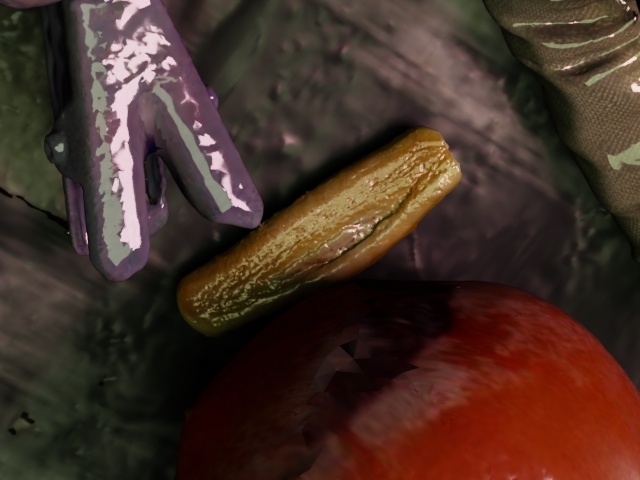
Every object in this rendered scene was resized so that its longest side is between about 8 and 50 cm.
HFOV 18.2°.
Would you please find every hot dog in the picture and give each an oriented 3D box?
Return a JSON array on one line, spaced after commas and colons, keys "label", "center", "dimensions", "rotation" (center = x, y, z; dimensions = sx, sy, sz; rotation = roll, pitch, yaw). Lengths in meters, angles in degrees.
[{"label": "hot dog", "center": [0.000, 0.000, 0.866], "dimensions": [0.137, 0.028, 0.044], "rotation": [-35, 92, 2]}]

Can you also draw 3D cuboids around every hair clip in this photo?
[{"label": "hair clip", "center": [-0.077, -0.108, 0.764], "dimensions": [0.137, 0.090, 0.278], "rotation": [-19, 120, -20]}]

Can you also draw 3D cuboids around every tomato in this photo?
[{"label": "tomato", "center": [0.038, 0.109, 0.827], "dimensions": [0.208, 0.208, 0.184], "rotation": [-33, 122, 3]}]

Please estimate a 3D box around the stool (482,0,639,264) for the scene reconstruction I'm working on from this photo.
[{"label": "stool", "center": [0.254, -0.091, 0.776], "dimensions": [0.310, 0.226, 0.310], "rotation": [-35, 118, 3]}]
